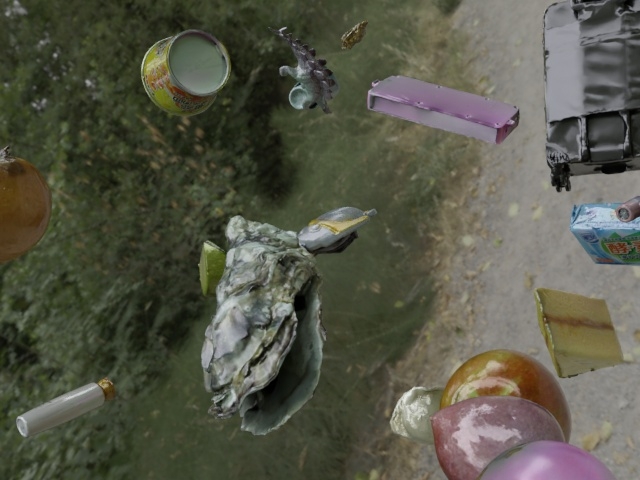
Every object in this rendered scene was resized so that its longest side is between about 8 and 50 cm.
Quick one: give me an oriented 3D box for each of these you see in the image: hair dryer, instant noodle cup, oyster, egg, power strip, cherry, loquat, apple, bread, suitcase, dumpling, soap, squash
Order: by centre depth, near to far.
[{"bbox_3d":[-0.073,0.083,0.856,0.162,0.158,0.351,-25,37,10],"label":"oyster"},{"bbox_3d":[0.287,0.371,0.940,0.271,0.196,0.196,105,-175,-47],"label":"egg"},{"bbox_3d":[0.218,-0.238,1.280,0.109,0.278,0.038,-42,-37,-44],"label":"power strip"},{"bbox_3d":[0.604,-0.067,1.310,0.063,0.037,0.114,-22,-1,-36],"label":"hair dryer"},{"bbox_3d":[0.332,0.406,1.355,0.239,0.239,0.206,-46,29,26],"label":"cherry"},{"bbox_3d":[-0.620,-0.067,1.383,0.187,0.176,0.234,-3,-77,-66],"label":"loquat"},{"bbox_3d":[0.649,-0.011,1.451,0.293,0.156,0.077,1,57,49],"label":"soap"},{"bbox_3d":[0.071,-0.424,1.494,0.051,0.034,0.093,-38,0,-13],"label":"oyster"},{"bbox_3d":[0.629,-0.328,1.552,0.283,0.194,0.434,-4,81,28],"label":"suitcase"},{"bbox_3d":[0.572,0.190,1.575,0.163,0.264,0.168,-17,66,13],"label":"bread"},{"bbox_3d":[-0.209,0.102,1.605,0.085,0.184,0.192,-59,0,-22],"label":"squash"},{"bbox_3d":[0.482,0.454,1.861,0.339,0.339,0.339,-48,17,19],"label":"apple"},{"bbox_3d":[0.341,0.522,2.147,0.131,0.252,0.179,-57,-24,-83],"label":"dumpling"},{"bbox_3d":[-0.410,-0.531,2.242,0.264,0.264,0.200,-58,22,-15],"label":"instant noodle cup"}]

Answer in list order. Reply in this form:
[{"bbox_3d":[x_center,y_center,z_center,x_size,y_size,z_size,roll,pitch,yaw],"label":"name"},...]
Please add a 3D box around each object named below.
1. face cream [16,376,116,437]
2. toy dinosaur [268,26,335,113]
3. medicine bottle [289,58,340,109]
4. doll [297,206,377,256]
[{"bbox_3d":[-0.475,0.313,1.350,0.182,0.051,0.072,-20,-4,-43],"label":"face cream"},{"bbox_3d":[-0.023,-0.282,1.189,0.082,0.209,0.039,5,59,37],"label":"toy dinosaur"},{"bbox_3d":[-0.027,-0.437,2.038,0.079,0.124,0.258,-49,1,29],"label":"medicine bottle"},{"bbox_3d":[0.000,-0.001,1.801,0.316,0.103,0.145,-31,-22,10],"label":"doll"}]
